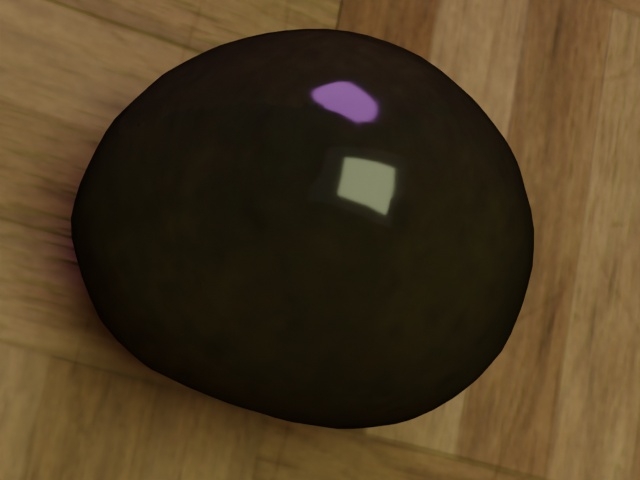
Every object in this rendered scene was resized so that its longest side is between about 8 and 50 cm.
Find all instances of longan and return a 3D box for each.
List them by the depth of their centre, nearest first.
[{"bbox_3d":[0.000,0.000,0.863,0.246,0.246,0.215,41,53,-14],"label":"longan"}]
